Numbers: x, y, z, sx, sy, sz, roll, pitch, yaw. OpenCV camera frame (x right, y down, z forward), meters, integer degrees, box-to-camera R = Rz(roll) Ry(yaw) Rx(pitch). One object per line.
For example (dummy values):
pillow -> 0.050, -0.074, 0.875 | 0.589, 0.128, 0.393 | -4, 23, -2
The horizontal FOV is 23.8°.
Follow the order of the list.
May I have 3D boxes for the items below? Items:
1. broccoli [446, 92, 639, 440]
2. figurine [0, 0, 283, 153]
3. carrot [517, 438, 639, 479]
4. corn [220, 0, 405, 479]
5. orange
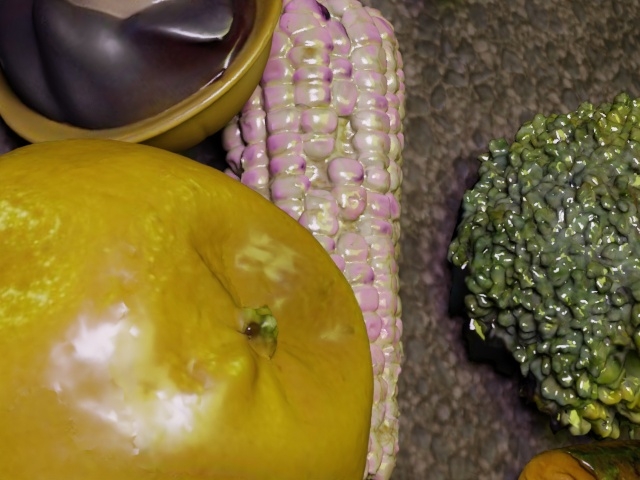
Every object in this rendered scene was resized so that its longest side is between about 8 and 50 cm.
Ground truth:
broccoli -> 0.238, 0.012, 1.087 | 0.273, 0.180, 0.242 | 1, 72, -37
figurine -> -0.109, -0.169, 0.865 | 0.167, 0.192, 0.257 | -16, 127, -25
carrot -> 0.224, 0.181, 1.079 | 0.173, 0.082, 0.082 | 1, 72, -37
corn -> -0.003, 0.000, 0.952 | 0.126, 0.126, 0.335 | 9, 68, -34
orange -> -0.103, 0.079, 0.774 | 0.279, 0.235, 0.279 | 15, 66, -39
